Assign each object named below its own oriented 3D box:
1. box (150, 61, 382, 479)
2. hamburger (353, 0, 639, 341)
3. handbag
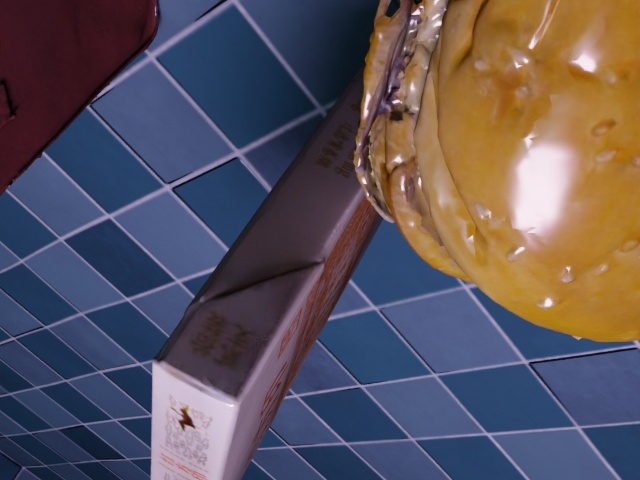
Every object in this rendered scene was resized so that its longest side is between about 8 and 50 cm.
[{"bbox_3d":[0.001,0.001,0.500,0.051,0.365,0.204,27,141,7],"label":"box"},{"bbox_3d":[0.164,-0.088,0.372,0.318,0.318,0.158,59,174,-33],"label":"hamburger"},{"bbox_3d":[-0.204,-0.185,0.484,0.084,0.275,0.260,20,142,5],"label":"handbag"}]
